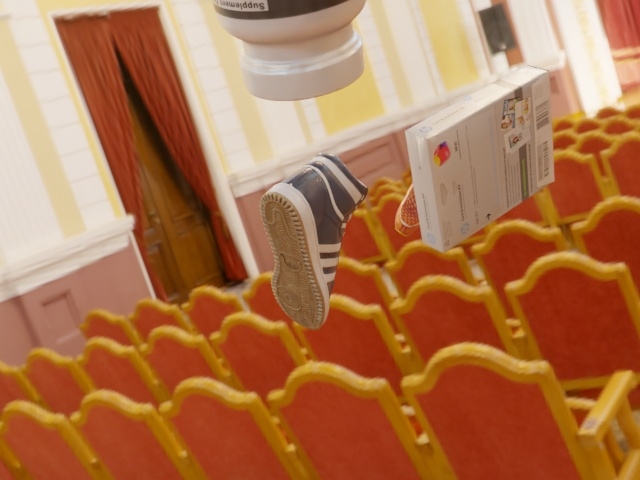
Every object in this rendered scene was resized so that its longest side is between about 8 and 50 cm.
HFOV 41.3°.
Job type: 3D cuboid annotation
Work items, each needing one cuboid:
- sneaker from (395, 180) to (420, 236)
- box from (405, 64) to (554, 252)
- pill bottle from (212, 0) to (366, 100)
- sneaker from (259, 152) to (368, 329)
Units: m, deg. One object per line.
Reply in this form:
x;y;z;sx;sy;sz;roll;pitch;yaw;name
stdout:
0.174;-0.084;1.433;0.175;0.064;0.067;-51;-4;-24;sneaker
0.182;-0.091;0.940;0.186;0.145;0.038;-32;37;-26;box
-0.049;-0.381;1.093;0.210;0.362;0.210;-8;32;5;pill bottle
0.000;0.000;1.268;0.099;0.282;0.153;22;51;28;sneaker
